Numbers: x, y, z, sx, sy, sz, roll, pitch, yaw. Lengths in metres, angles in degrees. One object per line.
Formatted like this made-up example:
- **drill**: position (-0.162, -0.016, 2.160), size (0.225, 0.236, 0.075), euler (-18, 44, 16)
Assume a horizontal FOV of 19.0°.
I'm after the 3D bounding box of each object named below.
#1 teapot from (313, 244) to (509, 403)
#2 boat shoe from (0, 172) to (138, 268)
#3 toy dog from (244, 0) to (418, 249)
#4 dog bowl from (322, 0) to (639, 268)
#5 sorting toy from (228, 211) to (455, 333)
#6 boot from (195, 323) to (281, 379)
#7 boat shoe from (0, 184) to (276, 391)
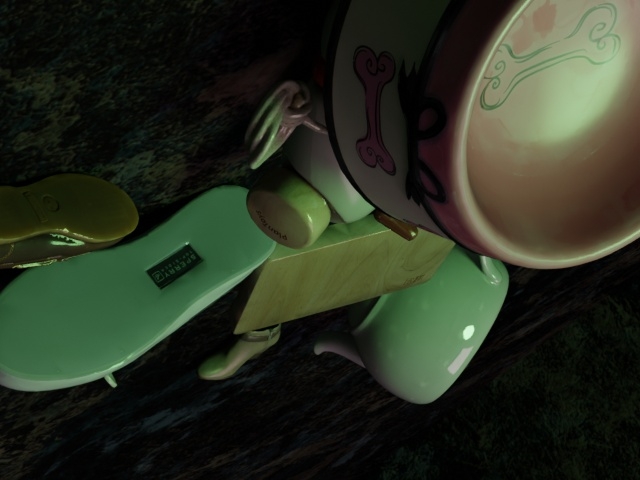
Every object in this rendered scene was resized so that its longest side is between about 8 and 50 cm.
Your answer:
- **teapot**: position (0.125, 0.083, 2.596), size (0.256, 0.187, 0.252), euler (-57, -173, -5)
- **boat shoe**: position (-0.255, -0.013, 1.702), size (0.207, 0.073, 0.073), euler (-2, 150, -49)
- **toy dog**: position (0.046, -0.096, 1.804), size (0.220, 0.161, 0.333), euler (-58, 174, -13)
- **dog bowl**: position (0.212, -0.155, 1.661), size (0.408, 0.150, 0.408), euler (-20, 130, -25)
- **sorting toy**: position (0.023, -0.002, 2.193), size (0.256, 0.089, 0.257), euler (-15, 163, -16)
- **boot**: position (-0.107, 0.140, 2.573), size (0.118, 0.042, 0.087), euler (-23, 157, -35)
- **boat shoe**: position (-0.214, 0.066, 1.957), size (0.367, 0.136, 0.156), euler (-33, 172, -38)
